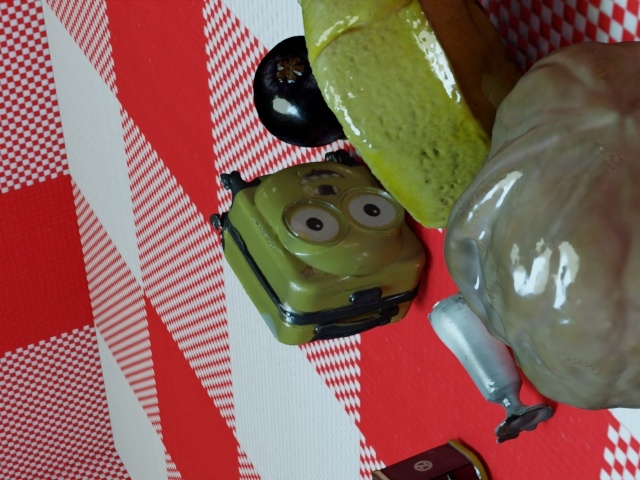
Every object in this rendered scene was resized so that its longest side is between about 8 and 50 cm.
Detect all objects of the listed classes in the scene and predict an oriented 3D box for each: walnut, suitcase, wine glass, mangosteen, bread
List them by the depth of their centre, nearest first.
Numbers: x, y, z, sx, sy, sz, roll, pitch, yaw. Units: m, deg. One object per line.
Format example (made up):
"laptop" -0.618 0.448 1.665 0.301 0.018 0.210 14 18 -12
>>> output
"walnut" 0.213 -0.008 0.968 0.227 0.273 0.273 23 140 15
"bread" 0.093 -0.144 1.162 0.270 0.148 0.270 55 -164 -23
"wine glass" 0.177 0.130 1.403 0.155 0.072 0.072 62 158 25
"suitcase" 0.000 0.000 1.573 0.235 0.194 0.143 55 145 36
"mangosteen" -0.009 -0.167 1.575 0.137 0.137 0.151 58 -170 33

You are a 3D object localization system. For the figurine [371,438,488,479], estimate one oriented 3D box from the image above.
"figurine" 0.127 0.303 1.563 0.098 0.154 0.082 9 115 64

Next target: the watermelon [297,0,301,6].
"watermelon" 0.001 -0.309 1.490 0.105 0.062 0.105 169 90 -67
